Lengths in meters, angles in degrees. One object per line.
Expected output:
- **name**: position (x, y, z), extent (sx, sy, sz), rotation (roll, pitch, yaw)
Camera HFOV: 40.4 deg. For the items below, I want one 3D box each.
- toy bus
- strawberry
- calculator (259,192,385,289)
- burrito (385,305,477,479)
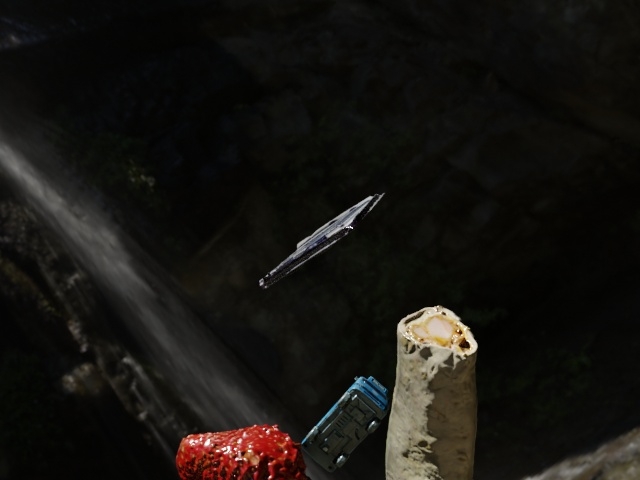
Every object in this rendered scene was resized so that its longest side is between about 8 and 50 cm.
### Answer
- **toy bus**: position (0.068, 0.454, 2.181), extent (0.246, 0.113, 0.134), rotation (-52, -6, 25)
- **strawberry**: position (-0.144, 0.497, 1.754), extent (0.257, 0.261, 0.261), rotation (-6, -34, -26)
- **calculator**: position (0.000, 0.001, 1.661), extent (0.274, 0.028, 0.165), rotation (-34, 7, 39)
- **burrito**: position (0.155, 0.252, 1.206), extent (0.105, 0.143, 0.299), rotation (-8, -71, -26)
